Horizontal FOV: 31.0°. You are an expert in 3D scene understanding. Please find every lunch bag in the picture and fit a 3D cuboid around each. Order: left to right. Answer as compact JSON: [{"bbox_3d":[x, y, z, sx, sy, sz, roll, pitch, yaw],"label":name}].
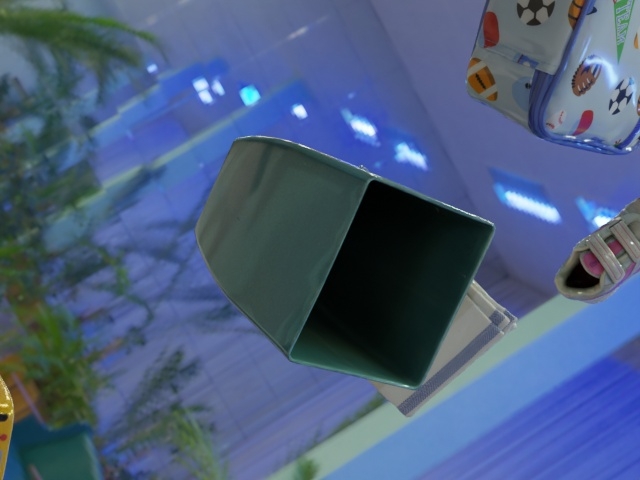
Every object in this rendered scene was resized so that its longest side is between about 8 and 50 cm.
[{"bbox_3d":[0.266,-0.230,1.020,0.243,0.303,0.115,6,22,-47],"label":"lunch bag"}]

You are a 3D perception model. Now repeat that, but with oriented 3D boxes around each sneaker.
[{"bbox_3d":[0.467,0.021,1.818,0.103,0.111,0.252,51,-54,20],"label":"sneaker"}]

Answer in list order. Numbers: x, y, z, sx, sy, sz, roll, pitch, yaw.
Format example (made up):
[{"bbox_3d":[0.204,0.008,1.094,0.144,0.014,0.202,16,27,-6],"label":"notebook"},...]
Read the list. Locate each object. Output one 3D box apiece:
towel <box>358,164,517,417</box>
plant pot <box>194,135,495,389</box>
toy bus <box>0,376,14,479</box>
[{"bbox_3d":[0.083,0.067,1.461,0.285,0.209,0.034,45,26,4],"label":"towel"},{"bbox_3d":[0.000,0.000,1.058,0.165,0.165,0.234,19,10,-41],"label":"plant pot"},{"bbox_3d":[-0.452,0.167,1.323,0.332,0.108,0.130,24,-74,55],"label":"toy bus"}]
